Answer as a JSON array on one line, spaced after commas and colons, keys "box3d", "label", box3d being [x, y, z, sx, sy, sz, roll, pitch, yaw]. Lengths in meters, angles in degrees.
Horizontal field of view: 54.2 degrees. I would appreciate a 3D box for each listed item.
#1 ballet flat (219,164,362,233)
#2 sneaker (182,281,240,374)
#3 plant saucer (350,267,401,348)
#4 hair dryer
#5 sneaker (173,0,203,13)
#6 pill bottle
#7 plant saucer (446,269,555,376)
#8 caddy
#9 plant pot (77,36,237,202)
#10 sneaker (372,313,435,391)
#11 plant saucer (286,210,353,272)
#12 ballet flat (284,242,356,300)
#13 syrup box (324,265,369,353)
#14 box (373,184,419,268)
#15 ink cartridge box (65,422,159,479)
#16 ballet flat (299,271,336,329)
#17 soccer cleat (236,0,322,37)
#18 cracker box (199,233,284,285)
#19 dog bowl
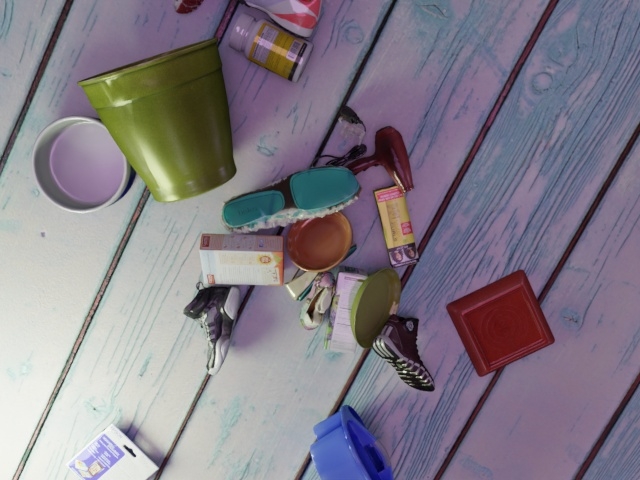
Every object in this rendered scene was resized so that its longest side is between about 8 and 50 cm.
[{"box3d": [-0.081, -0.111, 1.759, 0.408, 0.147, 0.147, -13, 100, 8], "label": "ballet flat"}, {"box3d": [-0.332, 0.252, 1.837, 0.153, 0.101, 0.269, 13, 93, -2], "label": "sneaker"}, {"box3d": [0.152, 0.190, 1.791, 0.037, 0.241, 0.241, 18, 101, 34], "label": "plant saucer"}, {"box3d": [0.141, -0.225, 1.768, 0.293, 0.080, 0.224, 29, 101, 14], "label": "hair dryer"}, {"box3d": [-0.352, -0.725, 1.687, 0.092, 0.088, 0.225, 22, 99, 16], "label": "sneaker"}, {"box3d": [-0.134, -0.525, 1.695, 0.208, 0.119, 0.119, 26, 98, -4], "label": "pill bottle"}, {"box3d": [0.546, 0.256, 1.873, 0.259, 0.048, 0.259, -26, 99, 3], "label": "plant saucer"}, {"box3d": [0.113, 0.652, 1.839, 0.179, 0.241, 0.341, -27, 99, 10], "label": "caddy"}, {"box3d": [-0.384, -0.300, 1.637, 0.366, 0.366, 0.353, -17, 111, 2], "label": "plant pot"}, {"box3d": [0.277, 0.320, 1.858, 0.281, 0.106, 0.163, 48, 56, -32], "label": "sneaker"}, {"box3d": [0.000, 0.000, 1.783, 0.199, 0.037, 0.200, -8, 64, 18], "label": "plant saucer"}, {"box3d": [-0.006, 0.072, 1.823, 0.248, 0.086, 0.086, -43, 98, 7], "label": "ballet flat"}, {"box3d": [0.076, 0.202, 1.834, 0.096, 0.093, 0.237, 9, 99, -2], "label": "syrup box"}, {"box3d": [0.220, -0.042, 1.812, 0.087, 0.058, 0.233, -13, 99, 1], "label": "box"}, {"box3d": [-0.636, 0.689, 1.931, 0.208, 0.045, 0.206, -41, 98, 7], "label": "ink cartridge box"}, {"box3d": [-0.007, 0.192, 1.802, 0.076, 0.079, 0.222, 9, 122, -20], "label": "ballet flat"}, {"box3d": [-0.142, -0.661, 1.656, 0.318, 0.109, 0.116, 32, 118, 3], "label": "soccer cleat"}, {"box3d": [-0.219, 0.055, 1.777, 0.232, 0.067, 0.156, 2, 140, -3], "label": "cracker box"}, {"box3d": [-0.656, -0.213, 1.749, 0.264, 0.104, 0.265, 0, 99, 0], "label": "dog bowl"}]
